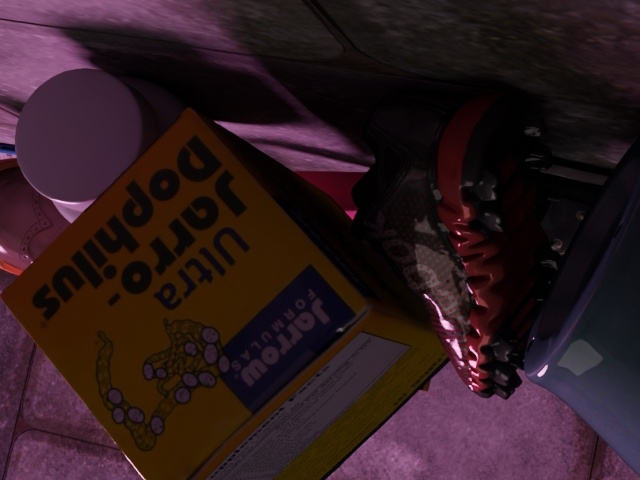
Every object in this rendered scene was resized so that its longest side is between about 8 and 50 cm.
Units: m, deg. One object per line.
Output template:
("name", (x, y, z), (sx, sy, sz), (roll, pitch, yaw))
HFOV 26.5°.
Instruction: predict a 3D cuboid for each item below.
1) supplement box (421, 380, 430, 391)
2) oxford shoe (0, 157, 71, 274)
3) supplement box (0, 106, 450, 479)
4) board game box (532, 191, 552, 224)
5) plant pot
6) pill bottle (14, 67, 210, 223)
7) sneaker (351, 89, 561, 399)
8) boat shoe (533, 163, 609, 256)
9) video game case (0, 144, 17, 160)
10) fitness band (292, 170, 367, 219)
("supplement box", (0.075, 0.098, 1.900), (0.129, 0.191, 0.194), (9, 173, 30))
("oxford shoe", (-0.243, -0.009, 1.503), (0.133, 0.130, 0.364), (11, 177, 32))
("supplement box", (-0.047, 0.064, 1.062), (0.195, 0.194, 0.356), (47, -174, 17))
("board game box", (0.098, -0.020, 1.067), (0.126, 0.026, 0.186), (31, 160, 4))
("plant pot", (0.279, 0.060, 0.852), (0.255, 0.271, 0.271), (28, 175, 1))
("pill bottle", (-0.148, -0.060, 1.096), (0.131, 0.131, 0.229), (11, 174, 16))
("sneaker", (0.093, 0.001, 0.952), (0.135, 0.097, 0.276), (21, 145, 31))
("boat shoe", (0.188, -0.019, 1.067), (0.233, 0.079, 0.084), (15, 177, 10))
("video game case", (-0.355, -0.065, 1.725), (0.166, 0.015, 0.119), (10, 131, 26))
("fitness band", (0.000, 0.000, 1.349), (0.291, 0.054, 0.209), (0, 155, 2))
